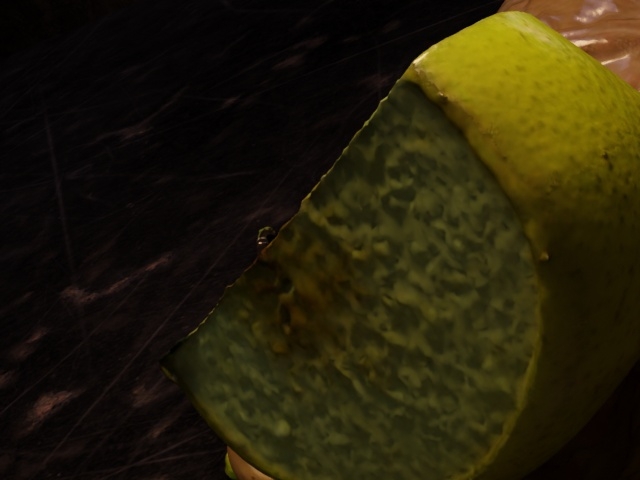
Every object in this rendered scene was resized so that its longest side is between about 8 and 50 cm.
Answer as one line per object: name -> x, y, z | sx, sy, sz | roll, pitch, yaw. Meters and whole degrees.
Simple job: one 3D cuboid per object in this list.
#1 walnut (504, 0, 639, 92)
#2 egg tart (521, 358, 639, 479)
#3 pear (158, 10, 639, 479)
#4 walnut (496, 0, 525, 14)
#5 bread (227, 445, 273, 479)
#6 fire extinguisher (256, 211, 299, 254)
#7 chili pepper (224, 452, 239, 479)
walnut -> 0.243, -0.107, 1.576 | 0.273, 0.227, 0.273 | -29, 21, 12
egg tart -> 0.139, 0.184, 1.184 | 0.295, 0.116, 0.295 | -23, 21, 9
pear -> 0.112, 0.008, 1.152 | 0.318, 0.238, 0.342 | -34, -11, -47
walnut -> 0.267, -0.237, 1.993 | 0.162, 0.140, 0.140 | 1, 32, 27
bread -> -0.006, 0.135, 1.531 | 0.134, 0.085, 0.173 | -17, 23, 31
fire extinguisher -> 0.000, 0.000, 1.790 | 0.105, 0.141, 0.341 | 13, 38, 21
chili pepper -> -0.071, 0.196, 1.573 | 0.030, 0.017, 0.083 | -19, 22, 2
